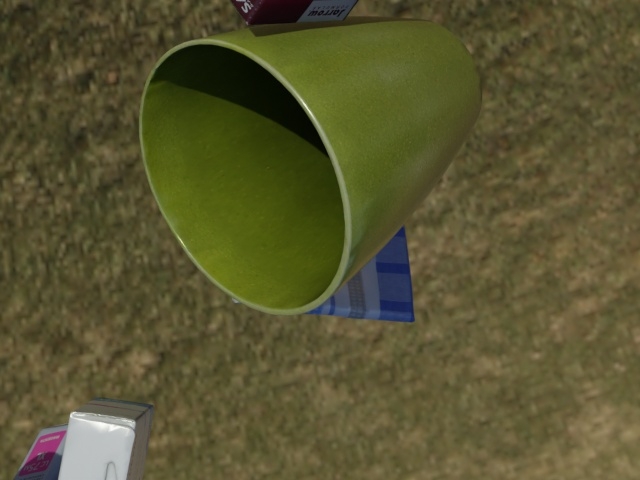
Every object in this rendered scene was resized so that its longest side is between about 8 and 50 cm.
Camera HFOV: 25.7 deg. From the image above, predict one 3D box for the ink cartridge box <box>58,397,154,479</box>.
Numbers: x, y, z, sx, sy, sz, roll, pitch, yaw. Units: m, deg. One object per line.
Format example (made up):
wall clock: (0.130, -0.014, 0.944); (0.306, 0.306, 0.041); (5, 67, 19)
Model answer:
ink cartridge box: (-0.164, 0.170, 1.064); (0.052, 0.088, 0.122); (10, 178, -1)

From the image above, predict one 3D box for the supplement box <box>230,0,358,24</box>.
supplement box: (0.022, -0.294, 1.207); (0.130, 0.073, 0.239); (-12, 151, -45)

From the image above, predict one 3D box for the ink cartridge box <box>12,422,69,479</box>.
ink cartridge box: (-0.260, 0.350, 1.348); (0.065, 0.311, 0.185); (-16, 122, 33)

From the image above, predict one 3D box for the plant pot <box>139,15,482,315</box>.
plant pot: (0.021, -0.110, 1.391); (0.294, 0.275, 0.274); (-30, 160, -40)

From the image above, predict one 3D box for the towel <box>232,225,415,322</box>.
towel: (0.000, 0.000, 1.866); (0.285, 0.209, 0.034); (9, 155, -31)
